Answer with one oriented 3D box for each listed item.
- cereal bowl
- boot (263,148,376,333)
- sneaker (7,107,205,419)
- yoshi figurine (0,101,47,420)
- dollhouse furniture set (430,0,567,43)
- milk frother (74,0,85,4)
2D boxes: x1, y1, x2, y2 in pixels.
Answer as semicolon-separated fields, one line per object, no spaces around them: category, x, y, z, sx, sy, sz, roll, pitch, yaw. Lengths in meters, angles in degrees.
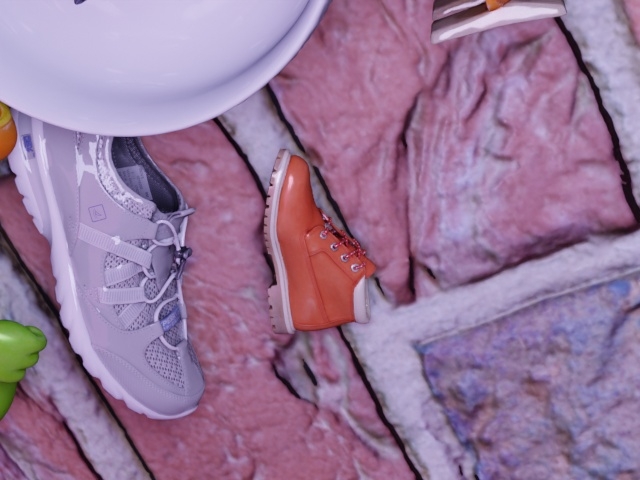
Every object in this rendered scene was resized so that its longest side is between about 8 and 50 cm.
cereal bowl;-0.132;-0.251;1.241;0.339;0.141;0.339;5;114;11
boot;0.000;0.000;1.370;0.084;0.059;0.158;0;122;11
sneaker;-0.144;0.011;1.380;0.115;0.105;0.281;-16;108;20
yoshi figurine;-0.312;0.033;1.403;0.203;0.203;0.362;7;120;-9
dollhouse furniture set;0.059;-0.250;1.128;0.135;0.259;0.262;-14;107;9
milk frother;-0.161;-0.232;1.098;0.135;0.143;0.129;45;109;-5
